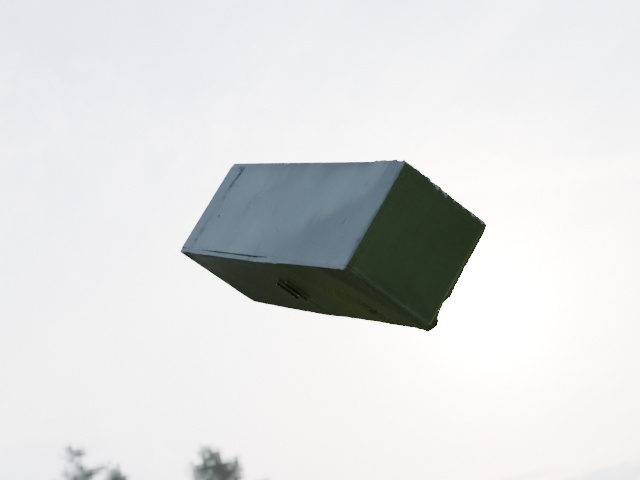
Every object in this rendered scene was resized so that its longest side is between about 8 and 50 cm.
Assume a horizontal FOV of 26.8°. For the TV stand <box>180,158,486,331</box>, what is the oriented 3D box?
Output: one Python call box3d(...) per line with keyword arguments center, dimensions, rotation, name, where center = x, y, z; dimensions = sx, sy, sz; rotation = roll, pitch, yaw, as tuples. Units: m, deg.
box3d(center=(0.000, 0.000, 0.966), dimensions=(0.082, 0.088, 0.269), rotation=(37, -14, -23), name="TV stand")
